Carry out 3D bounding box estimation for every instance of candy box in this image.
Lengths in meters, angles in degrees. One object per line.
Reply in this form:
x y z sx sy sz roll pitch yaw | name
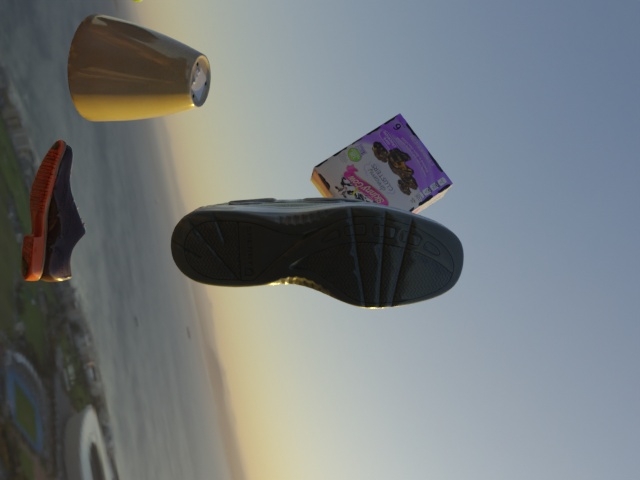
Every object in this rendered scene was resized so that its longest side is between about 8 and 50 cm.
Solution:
0.108 -0.105 1.339 0.165 0.196 0.070 55 -14 9 | candy box

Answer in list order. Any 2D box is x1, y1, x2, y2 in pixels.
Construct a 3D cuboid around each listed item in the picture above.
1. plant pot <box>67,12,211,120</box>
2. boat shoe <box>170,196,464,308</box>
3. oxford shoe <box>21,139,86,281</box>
-0.412 -0.395 1.781 0.256 0.274 0.257 10 90 -78 | plant pot
-0.001 0.002 0.841 0.103 0.320 0.118 -87 179 -70 | boat shoe
-0.499 -0.054 1.424 0.097 0.098 0.271 20 -81 54 | oxford shoe
